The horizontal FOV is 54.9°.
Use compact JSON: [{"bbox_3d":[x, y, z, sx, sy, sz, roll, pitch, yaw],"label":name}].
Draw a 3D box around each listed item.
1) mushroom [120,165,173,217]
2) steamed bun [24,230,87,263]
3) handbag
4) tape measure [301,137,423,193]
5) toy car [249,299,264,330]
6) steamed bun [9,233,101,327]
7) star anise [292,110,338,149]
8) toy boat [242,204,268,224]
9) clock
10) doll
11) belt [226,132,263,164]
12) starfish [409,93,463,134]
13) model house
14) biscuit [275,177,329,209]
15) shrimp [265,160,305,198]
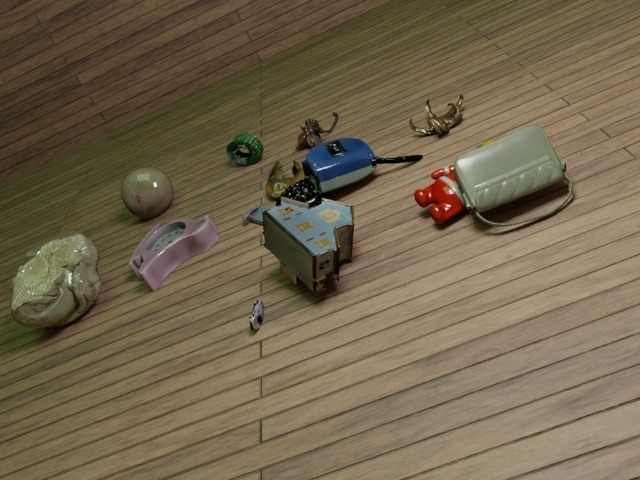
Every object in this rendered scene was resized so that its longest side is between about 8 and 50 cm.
[{"bbox_3d":[-0.669,-0.187,2.410,0.204,0.204,0.204,-20,32,13],"label":"mushroom"},{"bbox_3d":[-0.951,0.068,2.258,0.231,0.145,0.232,-21,17,7],"label":"steamed bun"},{"bbox_3d":[0.461,-0.139,1.474,0.256,0.079,0.219,-22,70,3],"label":"handbag"},{"bbox_3d":[0.121,-0.262,1.928,0.351,0.098,0.215,-18,30,-10],"label":"tape measure"},{"bbox_3d":[-0.160,0.191,1.564,0.025,0.041,0.093,-10,35,14],"label":"toy car"},{"bbox_3d":[-0.840,0.150,2.000,0.320,0.206,0.275,-37,47,-16],"label":"steamed bun"},{"bbox_3d":[0.006,-0.412,2.357,0.227,0.219,0.148,-2,-29,-43],"label":"star anise"},{"bbox_3d":[-0.188,-0.075,2.001,0.122,0.034,0.096,21,55,41],"label":"toy boat"},{"bbox_3d":[-0.489,0.037,2.011,0.275,0.080,0.290,-10,36,27],"label":"clock"},{"bbox_3d":[0.410,-0.169,1.593,0.336,0.105,0.200,-31,45,-4],"label":"doll"},{"bbox_3d":[-0.300,-0.347,2.397,0.151,0.121,0.079,-8,38,36],"label":"belt"},{"bbox_3d":[0.387,-0.406,1.995,0.190,0.074,0.146,-40,34,-20],"label":"starfish"},{"bbox_3d":[0.000,0.000,1.597,0.206,0.178,0.271,-26,43,-28],"label":"model house"},{"bbox_3d":[-0.057,-0.136,1.959,0.194,0.053,0.195,-19,31,12],"label":"biscuit"},{"bbox_3d":[-0.119,-0.231,2.144,0.145,0.059,0.254,-15,33,16],"label":"shrimp"}]
